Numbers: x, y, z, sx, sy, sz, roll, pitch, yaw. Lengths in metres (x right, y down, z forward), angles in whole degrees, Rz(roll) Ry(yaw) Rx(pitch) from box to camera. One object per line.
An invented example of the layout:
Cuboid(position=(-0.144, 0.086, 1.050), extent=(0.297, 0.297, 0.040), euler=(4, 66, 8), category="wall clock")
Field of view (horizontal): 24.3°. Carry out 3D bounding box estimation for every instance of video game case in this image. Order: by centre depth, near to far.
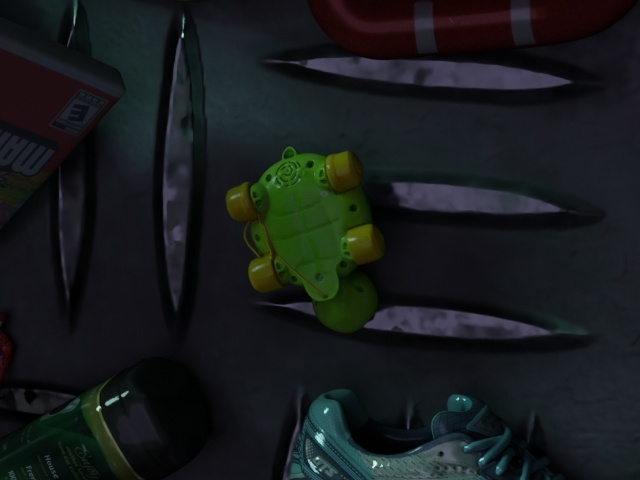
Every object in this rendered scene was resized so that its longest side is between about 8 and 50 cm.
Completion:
Cuboid(position=(-0.293, -0.046, 0.982), extent=(0.285, 0.204, 0.025), euler=(-43, 48, 26), category="video game case")

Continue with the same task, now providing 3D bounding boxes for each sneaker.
Cuboid(position=(0.107, 0.168, 0.953), extent=(0.283, 0.110, 0.122), euler=(10, 97, 14), category="sneaker")

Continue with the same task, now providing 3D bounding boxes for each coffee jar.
Cuboid(position=(-0.168, 0.152, 1.034), extent=(0.184, 0.096, 0.079), euler=(-30, 92, 18), category="coffee jar")

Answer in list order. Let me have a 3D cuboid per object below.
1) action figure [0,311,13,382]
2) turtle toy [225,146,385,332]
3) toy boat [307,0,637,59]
Cuboid(position=(-0.251, 0.105, 1.088), extent=(0.038, 0.030, 0.115), euler=(24, 102, 17), category="action figure")
Cuboid(position=(0.000, 0.000, 0.980), extent=(0.095, 0.066, 0.130), euler=(-16, 94, 17), category="turtle toy")
Cuboid(position=(0.086, -0.187, 0.884), extent=(0.231, 0.151, 0.151), euler=(-3, 97, 17), category="toy boat")
